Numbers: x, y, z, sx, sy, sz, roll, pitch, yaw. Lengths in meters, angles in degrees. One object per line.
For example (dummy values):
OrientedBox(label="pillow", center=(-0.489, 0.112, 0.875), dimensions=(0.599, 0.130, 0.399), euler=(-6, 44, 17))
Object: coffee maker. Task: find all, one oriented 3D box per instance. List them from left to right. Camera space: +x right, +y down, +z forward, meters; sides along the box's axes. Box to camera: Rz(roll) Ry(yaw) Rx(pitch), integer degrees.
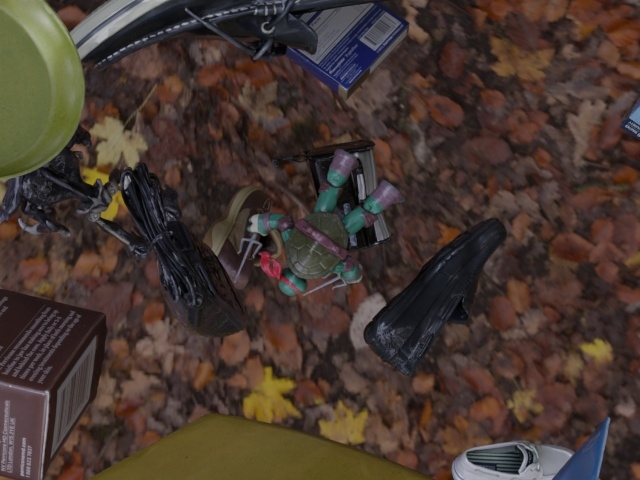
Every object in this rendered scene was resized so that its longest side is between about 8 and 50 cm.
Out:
OrientedBox(label="coffee maker", center=(0.026, -0.071, 1.891), dimensions=(0.171, 0.120, 0.178), euler=(-6, 102, 19))

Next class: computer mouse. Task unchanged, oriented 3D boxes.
OrientedBox(label="computer mouse", center=(-0.160, 0.041, 1.276), dimensions=(0.072, 0.272, 0.188), euler=(-28, 66, 1))

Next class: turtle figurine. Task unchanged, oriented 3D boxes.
OrientedBox(label="turtle figurine", center=(0.000, 0.000, 1.498), dimensions=(0.175, 0.118, 0.234), euler=(38, 88, -15))

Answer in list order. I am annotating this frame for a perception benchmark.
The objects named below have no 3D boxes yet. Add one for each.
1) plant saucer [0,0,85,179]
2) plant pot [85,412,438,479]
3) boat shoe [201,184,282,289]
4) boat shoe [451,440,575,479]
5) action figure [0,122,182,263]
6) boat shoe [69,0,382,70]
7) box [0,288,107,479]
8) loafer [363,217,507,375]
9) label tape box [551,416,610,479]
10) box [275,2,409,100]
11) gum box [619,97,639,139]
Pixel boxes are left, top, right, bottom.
OrientedBox(label="plant saucer", center=(-0.340, -0.160, 1.033), dimensions=(0.241, 0.241, 0.037), euler=(38, 142, -16))
OrientedBox(label="plant pot", center=(-0.056, 0.226, 0.640), dimensions=(0.212, 0.187, 0.212), euler=(-26, 132, -40))
OrientedBox(label="boat shoe", center=(-0.127, 0.001, 1.960), dimensions=(0.123, 0.342, 0.123), euler=(25, 109, 2))
OrientedBox(label="boat shoe", center=(0.335, 0.375, 1.837), dimensions=(0.226, 0.083, 0.076), euler=(-4, 147, -13))
OrientedBox(label="action figure", center=(-0.313, -0.070, 1.377), dimensions=(0.275, 0.141, 0.164), euler=(33, 84, -43))
OrientedBox(label="boat shoe", center=(-0.059, -0.285, 1.306), dimensions=(0.500, 0.187, 0.156), euler=(-19, 104, -1))
OrientedBox(label="box", center=(-0.466, 0.139, 1.287), dimensions=(0.381, 0.191, 0.143), euler=(15, 116, 4))
OrientedBox(label="loafer", center=(0.141, 0.061, 1.244), dimensions=(0.078, 0.076, 0.223), euler=(47, 65, -2))
OrientedBox(label="label tape box", center=(0.235, 0.372, 0.981), dimensions=(0.115, 0.348, 0.249), euler=(21, 139, 0))
OrientedBox(label="box", center=(-0.008, -0.307, 1.509), dimensions=(0.225, 0.036, 0.136), euler=(39, 74, 13))
OrientedBox(label="gum box", center=(0.515, -0.167, 1.476), dimensions=(0.157, 0.184, 0.041), euler=(33, 61, 1))
